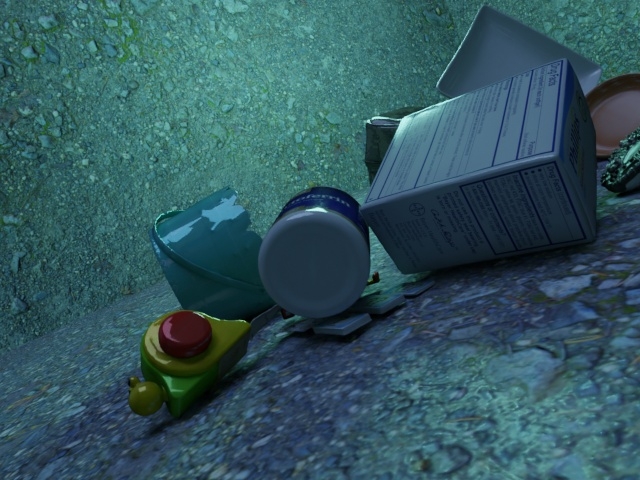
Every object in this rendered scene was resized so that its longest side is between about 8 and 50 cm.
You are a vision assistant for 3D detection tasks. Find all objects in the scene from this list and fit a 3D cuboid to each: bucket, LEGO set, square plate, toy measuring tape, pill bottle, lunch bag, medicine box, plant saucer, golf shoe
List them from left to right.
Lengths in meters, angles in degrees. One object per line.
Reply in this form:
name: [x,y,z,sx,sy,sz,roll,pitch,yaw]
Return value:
toy measuring tape: [-0.155,0.124,0.756,0.121,0.121,0.330,-17,17,40]
bucket: [-0.202,0.043,1.037,0.183,0.281,0.281,-28,8,-10]
pill bottle: [0.000,0.000,0.807,0.153,0.153,0.265,-22,14,10]
LEGO set: [0.030,0.084,0.811,0.182,0.060,0.244,-23,6,-32]
lunch bag: [0.238,-0.168,1.219,0.212,0.256,0.305,10,23,23]
medicine box: [0.244,-0.107,0.794,0.289,0.149,0.263,-13,35,37]
square plate: [0.480,-0.380,1.256,0.347,0.344,0.049,-59,-2,-26]
plant saucer: [0.639,-0.262,1.118,0.037,0.200,0.200,27,-26,-34]
golf shoe: [0.561,-0.156,0.788,0.273,0.120,0.105,-44,10,12]
